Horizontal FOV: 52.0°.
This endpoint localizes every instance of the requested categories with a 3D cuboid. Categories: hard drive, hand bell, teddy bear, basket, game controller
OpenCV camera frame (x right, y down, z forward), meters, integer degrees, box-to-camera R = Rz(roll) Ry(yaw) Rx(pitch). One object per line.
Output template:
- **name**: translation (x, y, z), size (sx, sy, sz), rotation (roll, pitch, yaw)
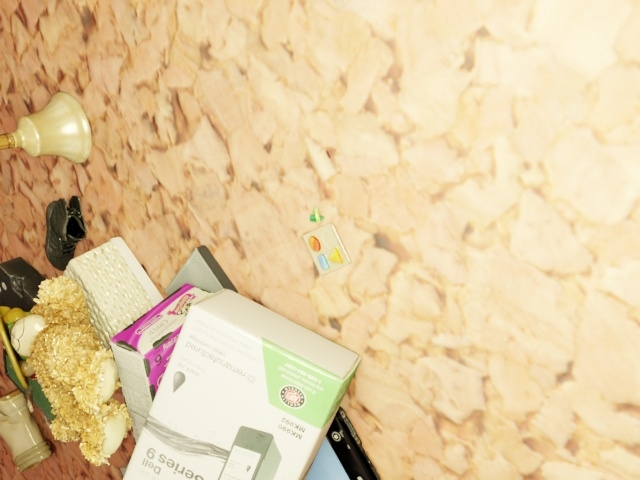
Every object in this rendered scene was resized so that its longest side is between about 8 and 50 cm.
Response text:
- **hard drive**: translation (-0.188, 0.080, 1.025), size (0.094, 0.022, 0.135), rotation (53, 134, 10)
- **hard drive**: translation (-0.614, 0.232, 1.442), size (0.237, 0.064, 0.338), rotation (33, 127, 27)
- **hand bell**: translation (-0.507, -0.157, 1.049), size (0.126, 0.242, 0.126), rotation (18, 120, 35)
- **teddy bear**: translation (-0.372, 0.181, 0.957), size (0.338, 0.113, 0.245), rotation (49, 144, 37)
- **basket**: translation (-0.357, 0.099, 1.126), size (0.167, 0.103, 0.113), rotation (52, 135, 10)
- **game controller**: translation (-0.017, 0.290, 0.935), size (0.166, 0.067, 0.319), rotation (-33, 86, 45)

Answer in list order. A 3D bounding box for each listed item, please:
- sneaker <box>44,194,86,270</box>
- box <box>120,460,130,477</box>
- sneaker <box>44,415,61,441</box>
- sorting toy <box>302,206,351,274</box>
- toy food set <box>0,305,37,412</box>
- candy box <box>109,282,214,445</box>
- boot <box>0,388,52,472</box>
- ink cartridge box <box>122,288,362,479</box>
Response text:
- **sneaker**: translation (-0.470, -0.010, 1.215), size (0.089, 0.051, 0.170), rotation (24, 120, 38)
- **box**: translation (-0.321, 0.521, 1.328), size (0.186, 0.038, 0.145), rotation (-14, 99, 43)
- **sneaker**: translation (-0.644, 0.452, 1.588), size (0.083, 0.032, 0.037), rotation (53, 134, 11)
- **sorting toy**: translation (0.000, 0.000, 0.828), size (0.062, 0.012, 0.083), rotation (-24, 92, 45)
- **toy food set**: translation (-0.594, 0.226, 1.339), size (0.128, 0.071, 0.217), rotation (-7, 103, 68)
- **candy box**: translation (-0.214, 0.205, 0.986), size (0.071, 0.159, 0.233), rotation (18, 127, 27)
- **boot**: translation (-0.802, 0.507, 1.714), size (0.262, 0.095, 0.203), rotation (-30, 89, 41)
- **ink cartridge box**: translation (-0.105, 0.242, 0.850), size (0.211, 0.121, 0.289), rotation (25, 101, 10)
